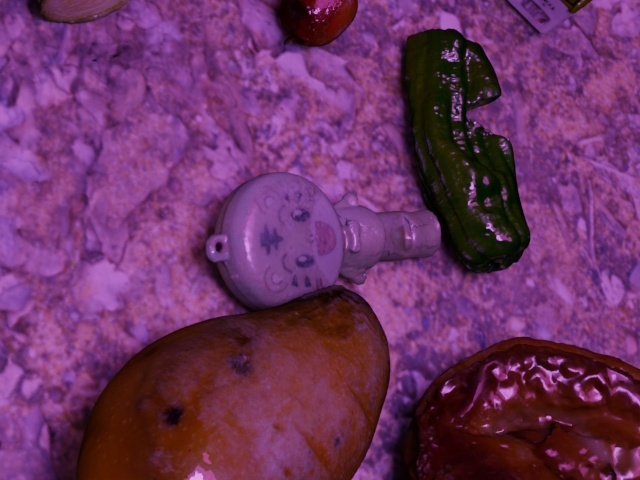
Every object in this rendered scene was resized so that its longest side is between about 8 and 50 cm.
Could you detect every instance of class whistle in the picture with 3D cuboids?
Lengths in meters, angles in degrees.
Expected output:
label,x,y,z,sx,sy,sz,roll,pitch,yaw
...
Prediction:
label,x,y,z,sx,sy,sz,roll,pitch,yaw
whistle,0.000,0.000,1.578,0.258,0.067,0.126,-5,87,-38

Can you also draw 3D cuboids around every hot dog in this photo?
label,x,y,z,sx,sy,sz,roll,pitch,yaw
hot dog,0.247,0.253,1.562,0.387,0.174,0.267,44,57,-11

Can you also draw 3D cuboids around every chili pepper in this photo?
label,x,y,z,sx,sy,sz,roll,pitch,yaw
chili pepper,0.134,-0.087,1.688,0.099,0.083,0.253,3,65,-32

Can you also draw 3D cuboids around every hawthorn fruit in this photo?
label,x,y,z,sx,sy,sz,roll,pitch,yaw
hawthorn fruit,-0.004,-0.219,1.658,0.077,0.077,0.077,12,65,-28

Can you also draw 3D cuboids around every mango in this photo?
label,x,y,z,sx,sy,sz,roll,pitch,yaw
mango,-0.060,0.152,1.428,0.329,0.176,0.176,-22,123,-52

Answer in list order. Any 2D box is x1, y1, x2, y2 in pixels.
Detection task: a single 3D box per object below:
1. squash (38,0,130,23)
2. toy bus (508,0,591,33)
label,x,y,z,sx,sy,sz,roll,pitch,yaw
squash,-0.226,-0.304,1.554,0.094,0.094,0.224,-2,64,-33
toy bus,0.189,-0.361,1.799,0.301,0.139,0.113,46,53,1
